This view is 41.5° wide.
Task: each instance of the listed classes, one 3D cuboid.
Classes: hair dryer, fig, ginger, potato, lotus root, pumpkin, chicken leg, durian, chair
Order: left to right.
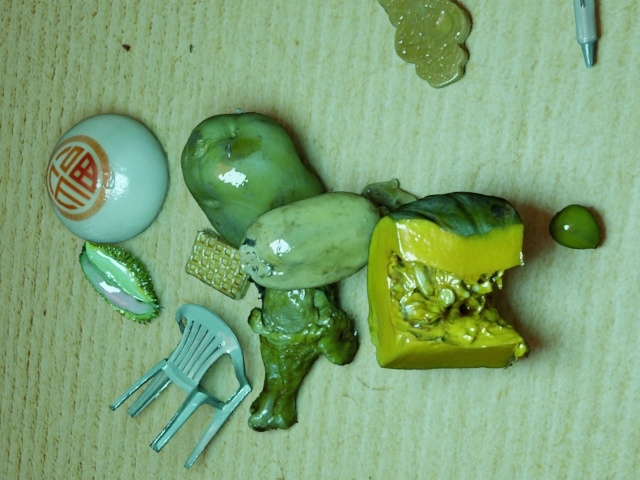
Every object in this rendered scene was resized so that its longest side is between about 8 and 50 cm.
[{"bbox_3d":[-0.418,0.087,1.821,0.221,0.095,0.137,45,145,4],"label":"durian"},{"bbox_3d":[-0.269,0.284,1.700,0.203,0.190,0.274,34,78,22],"label":"chair"},{"bbox_3d":[-0.110,-0.084,1.582,0.218,0.202,0.351,-37,101,-1],"label":"potato"},{"bbox_3d":[-0.035,0.209,1.611,0.212,0.140,0.361,9,118,15],"label":"chicken leg"},{"bbox_3d":[0.000,0.000,1.457,0.146,0.284,0.160,63,157,26],"label":"lotus root"},{"bbox_3d":[0.140,-0.072,1.547,0.137,0.044,0.057,33,124,25],"label":"ginger"},{"bbox_3d":[0.204,0.071,1.374,0.226,0.256,0.303,-1,96,-10],"label":"pumpkin"},{"bbox_3d":[0.413,-0.399,1.395,0.195,0.054,0.220,10,103,28],"label":"hair dryer"},{"bbox_3d":[0.422,-0.017,1.384,0.088,0.074,0.074,35,108,4],"label":"fig"}]

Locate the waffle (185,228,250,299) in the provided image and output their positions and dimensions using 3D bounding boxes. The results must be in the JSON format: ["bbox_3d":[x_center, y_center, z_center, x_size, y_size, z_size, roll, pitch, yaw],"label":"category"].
[{"bbox_3d":[-0.202,0.047,1.731,0.148,0.042,0.102,27,102,25],"label":"waffle"}]

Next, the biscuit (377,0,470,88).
[{"bbox_3d":[0.193,-0.388,1.513,0.144,0.040,0.236,-24,82,33],"label":"biscuit"}]

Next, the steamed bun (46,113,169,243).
[{"bbox_3d":[-0.469,-0.131,1.791,0.283,0.177,0.282,1,91,28],"label":"steamed bun"}]
